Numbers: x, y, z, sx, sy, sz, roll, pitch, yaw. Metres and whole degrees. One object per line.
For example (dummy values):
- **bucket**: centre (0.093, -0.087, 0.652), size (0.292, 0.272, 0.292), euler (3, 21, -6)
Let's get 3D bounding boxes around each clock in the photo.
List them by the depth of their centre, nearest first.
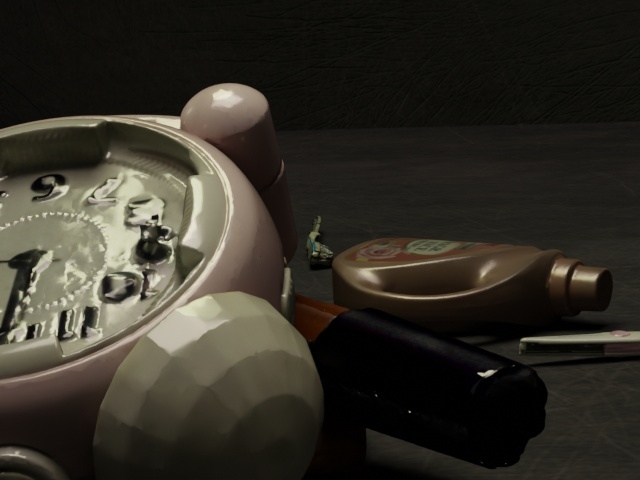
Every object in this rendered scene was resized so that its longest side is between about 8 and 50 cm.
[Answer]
- **clock**: centre (-0.167, 0.057, 1.134), size (0.342, 0.184, 0.326), euler (-11, 32, 9)

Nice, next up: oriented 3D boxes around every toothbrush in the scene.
- **toothbrush**: centre (-0.006, -0.001, 2.155), size (0.028, 0.026, 0.294), euler (14, 8, -5)

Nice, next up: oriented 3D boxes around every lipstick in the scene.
- **lipstick**: centre (-0.008, 0.072, 1.252), size (0.077, 0.077, 0.418), euler (-10, 15, -35)

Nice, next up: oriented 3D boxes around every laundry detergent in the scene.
- **laundry detergent**: centre (0.127, 0.047, 1.636), size (0.237, 0.076, 0.171), euler (4, 12, 31)

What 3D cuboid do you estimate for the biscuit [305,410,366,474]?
- **biscuit**: centre (-0.085, 0.120, 1.308), size (0.306, 0.043, 0.284), euler (6, 10, 40)

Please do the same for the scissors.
- **scissors**: centre (0.249, 0.084, 1.495), size (0.176, 0.022, 0.085), euler (-1, 12, -4)
